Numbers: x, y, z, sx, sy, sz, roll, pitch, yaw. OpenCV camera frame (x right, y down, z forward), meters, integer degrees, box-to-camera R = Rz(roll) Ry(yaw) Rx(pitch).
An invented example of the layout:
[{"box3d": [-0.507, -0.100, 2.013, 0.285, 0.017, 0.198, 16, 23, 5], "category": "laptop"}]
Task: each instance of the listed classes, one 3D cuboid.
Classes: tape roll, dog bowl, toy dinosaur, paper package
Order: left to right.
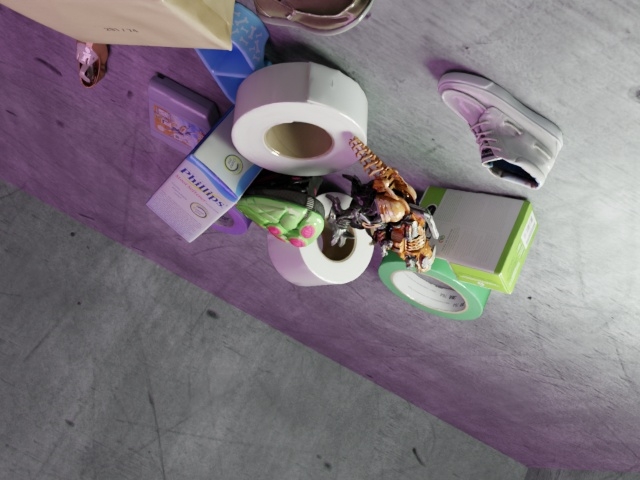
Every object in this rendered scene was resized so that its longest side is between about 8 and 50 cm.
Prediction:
[{"box3d": [-0.336, -0.439, 1.188, 0.324, 0.168, 0.309, 7, -177, 14], "category": "paper package"}, {"box3d": [-0.334, -0.129, 2.239, 0.274, 0.090, 0.275, 24, 159, 10], "category": "tape roll"}, {"box3d": [-0.165, -0.374, 1.503, 0.165, 0.074, 0.297, 14, 155, 31], "category": "dog bowl"}, {"box3d": [-0.041, -0.247, 1.484, 0.286, 0.100, 0.286, 4, 155, 2], "category": "tape roll"}, {"box3d": [0.000, 0.000, 1.927, 0.246, 0.246, 0.169, 37, 157, -23], "category": "tape roll"}, {"box3d": [0.140, -0.075, 1.505, 0.218, 0.164, 0.322, 1, 107, 43], "category": "toy dinosaur"}, {"box3d": [0.326, 0.118, 2.046, 0.321, 0.077, 0.321, 23, 158, 10], "category": "tape roll"}]

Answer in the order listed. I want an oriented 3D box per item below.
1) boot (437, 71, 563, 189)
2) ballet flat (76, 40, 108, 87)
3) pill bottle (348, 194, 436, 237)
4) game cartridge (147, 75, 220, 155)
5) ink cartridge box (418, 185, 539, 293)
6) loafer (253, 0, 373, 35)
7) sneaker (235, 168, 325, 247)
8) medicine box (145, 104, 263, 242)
[{"box3d": [0.312, -0.195, 1.281, 0.258, 0.123, 0.095, 28, 159, -2], "category": "boot"}, {"box3d": [-0.583, -0.459, 1.800, 0.080, 0.073, 0.232, 28, 158, -3], "category": "ballet flat"}, {"box3d": [0.184, -0.055, 1.754, 0.219, 0.123, 0.123, 13, 155, 31], "category": "pill bottle"}, {"box3d": [-0.364, -0.314, 1.906, 0.198, 0.062, 0.297, 32, 159, 0], "category": "game cartridge"}, {"box3d": [0.331, -0.010, 1.596, 0.255, 0.189, 0.097, 14, 157, 36], "category": "ink cartridge box"}, {"box3d": [-0.026, -0.416, 1.215, 0.251, 0.094, 0.087, 13, 159, 33], "category": "loafer"}, {"box3d": [-0.092, -0.121, 1.701, 0.185, 0.202, 0.483, 33, -179, -21], "category": "sneaker"}, {"box3d": [-0.243, -0.174, 1.695, 0.149, 0.264, 0.289, 41, 142, -12], "category": "medicine box"}]
